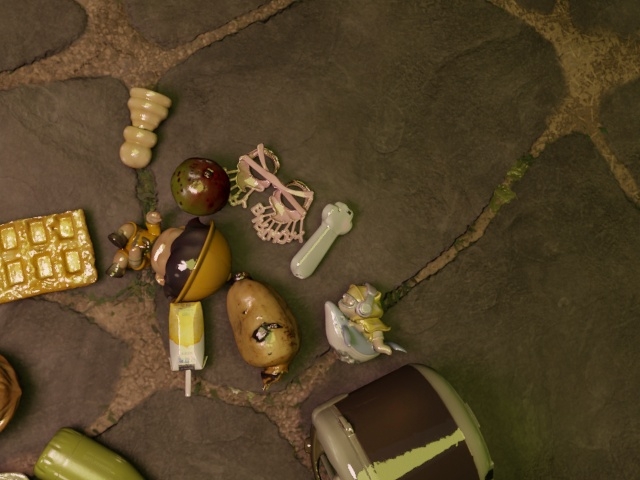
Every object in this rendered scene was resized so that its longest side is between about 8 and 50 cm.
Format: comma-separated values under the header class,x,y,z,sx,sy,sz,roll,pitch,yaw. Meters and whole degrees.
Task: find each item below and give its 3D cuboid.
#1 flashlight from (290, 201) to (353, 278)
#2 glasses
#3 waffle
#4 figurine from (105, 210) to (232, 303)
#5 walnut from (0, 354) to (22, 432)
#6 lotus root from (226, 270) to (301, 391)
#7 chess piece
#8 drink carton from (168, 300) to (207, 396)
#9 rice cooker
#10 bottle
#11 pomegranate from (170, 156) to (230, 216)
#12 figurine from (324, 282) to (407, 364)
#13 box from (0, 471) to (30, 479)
class,x,y,z,sx,sy,sz,roll,pitch,yaw
flashlight,0.000,0.000,1.501,0.200,0.047,0.093,-54,135,-6
glasses,-0.117,-0.101,1.474,0.255,0.095,0.162,44,86,-2
waffle,-0.618,0.039,1.375,0.273,0.057,0.168,-13,87,-12
figurine,-0.312,0.031,1.388,0.256,0.167,0.193,17,85,14
walnut,-0.688,0.302,1.263,0.213,0.213,0.214,1,84,-11
lotus root,-0.121,0.185,1.411,0.140,0.154,0.257,-23,86,-7
chess piece,-0.395,-0.243,1.441,0.094,0.094,0.171,16,89,-9
drink carton,-0.287,0.233,1.413,0.084,0.074,0.200,-1,85,-11
rice cooker,0.148,0.453,1.351,0.325,0.335,0.335,-25,89,-13
bottle,-0.445,0.488,1.335,0.260,0.112,0.112,32,79,-6
pomegranate,-0.254,-0.104,1.405,0.129,0.159,0.130,-1,61,3
figurine,0.096,0.194,1.473,0.208,0.128,0.184,30,77,-15
box,-0.667,0.600,1.251,0.220,0.166,0.291,-2,83,-11
